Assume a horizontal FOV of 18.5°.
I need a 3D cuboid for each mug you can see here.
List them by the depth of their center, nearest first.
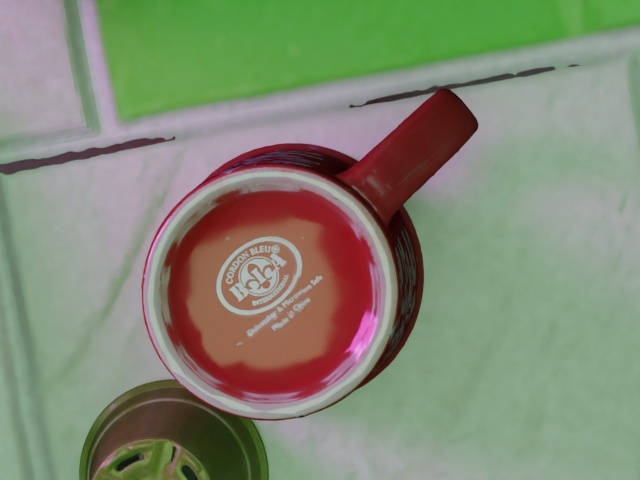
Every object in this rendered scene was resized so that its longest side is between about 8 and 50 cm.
[{"bbox_3d":[-0.010,-0.001,0.773,0.113,0.169,0.150,18,92,2],"label":"mug"}]

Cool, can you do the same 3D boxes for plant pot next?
[{"bbox_3d":[-0.065,0.103,0.823,0.083,0.079,0.083,0,91,2],"label":"plant pot"}]
